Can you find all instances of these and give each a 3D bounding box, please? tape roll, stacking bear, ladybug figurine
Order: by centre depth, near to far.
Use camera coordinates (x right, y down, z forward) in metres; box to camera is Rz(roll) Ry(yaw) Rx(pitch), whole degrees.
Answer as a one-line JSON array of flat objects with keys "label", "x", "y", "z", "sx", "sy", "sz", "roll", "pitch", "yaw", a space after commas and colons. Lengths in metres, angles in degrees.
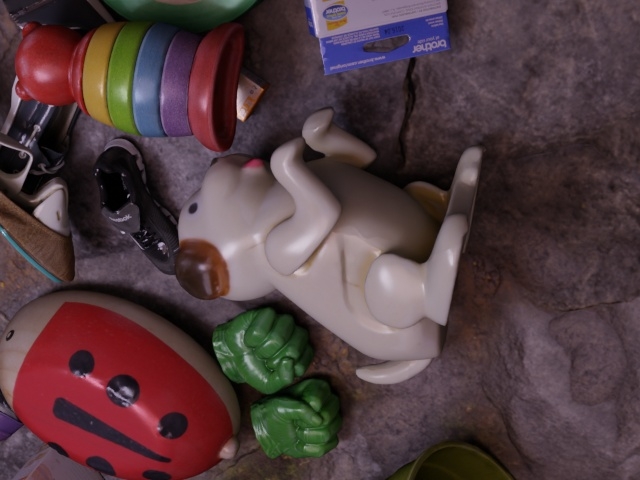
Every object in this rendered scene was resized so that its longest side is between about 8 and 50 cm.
[{"label": "stacking bear", "x": -0.264, "y": -0.221, "z": 1.248, "sx": 0.289, "sy": 0.164, "sz": 0.175, "roll": 9, "pitch": 103, "yaw": 6}, {"label": "tape roll", "x": -0.190, "y": -0.448, "z": 1.269, "sx": 0.321, "sy": 0.077, "sz": 0.321, "roll": 5, "pitch": 112, "yaw": 12}, {"label": "ladybug figurine", "x": -0.343, "y": 0.256, "z": 1.527, "sx": 0.449, "sy": 0.162, "sz": 0.305, "roll": 21, "pitch": 113, "yaw": 9}]

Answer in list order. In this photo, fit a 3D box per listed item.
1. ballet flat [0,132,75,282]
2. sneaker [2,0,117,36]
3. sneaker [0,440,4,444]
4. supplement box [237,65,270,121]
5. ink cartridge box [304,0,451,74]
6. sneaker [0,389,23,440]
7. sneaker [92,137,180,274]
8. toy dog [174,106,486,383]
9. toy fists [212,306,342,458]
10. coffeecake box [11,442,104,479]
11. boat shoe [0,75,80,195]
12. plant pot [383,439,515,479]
[{"label": "ballet flat", "x": -0.456, "y": -0.076, "z": 1.377, "sx": 0.124, "sy": 0.116, "sz": 0.342, "roll": -41, "pitch": 118, "yaw": 3}, {"label": "sneaker", "x": -0.351, "y": -0.289, "z": 1.349, "sx": 0.118, "sy": 0.083, "sz": 0.222, "roll": -37, "pitch": 91, "yaw": -6}, {"label": "sneaker", "x": -0.672, "y": 0.351, "z": 1.723, "sx": 0.170, "sy": 0.071, "sz": 0.068, "roll": 11, "pitch": 114, "yaw": 10}, {"label": "supplement box", "x": -0.133, "y": -0.229, "z": 1.368, "sx": 0.098, "sy": 0.036, "sz": 0.062, "roll": 35, "pitch": 115, "yaw": -2}, {"label": "ink cartridge box", "x": 0.059, "y": -0.386, "z": 1.207, "sx": 0.186, "sy": 0.065, "sz": 0.311, "roll": -14, "pitch": 108, "yaw": -8}, {"label": "sneaker", "x": -0.626, "y": 0.227, "z": 1.661, "sx": 0.124, "sy": 0.107, "sz": 0.283, "roll": -36, "pitch": 99, "yaw": 1}, {"label": "sneaker", "x": -0.288, "y": -0.038, "z": 1.447, "sx": 0.078, "sy": 0.106, "sz": 0.234, "roll": -18, "pitch": 107, "yaw": 21}, {"label": "toy dog", "x": 0.000, "y": 0.000, "z": 1.331, "sx": 0.408, "sy": 0.284, "sz": 0.395, "roll": 13, "pitch": 133, "yaw": 9}, {"label": "toy fists", "x": -0.062, "y": 0.236, "z": 1.513, "sx": 0.142, "sy": 0.096, "sz": 0.279, "roll": -19, "pitch": 105, "yaw": 19}, {"label": "coffeecake box", "x": -0.473, "y": 0.454, "z": 1.653, "sx": 0.068, "sy": 0.185, "sz": 0.142, "roll": -28, "pitch": 103, "yaw": 22}, {"label": "boat shoe", "x": -0.432, "y": -0.154, "z": 1.430, "sx": 0.091, "sy": 0.114, "sz": 0.302, "roll": 27, "pitch": 117, "yaw": 8}, {"label": "plant pot", "x": 0.128, "y": 0.553, "z": 1.484, "sx": 0.353, "sy": 0.366, "sz": 0.366, "roll": -33, "pitch": 101, "yaw": 35}]
